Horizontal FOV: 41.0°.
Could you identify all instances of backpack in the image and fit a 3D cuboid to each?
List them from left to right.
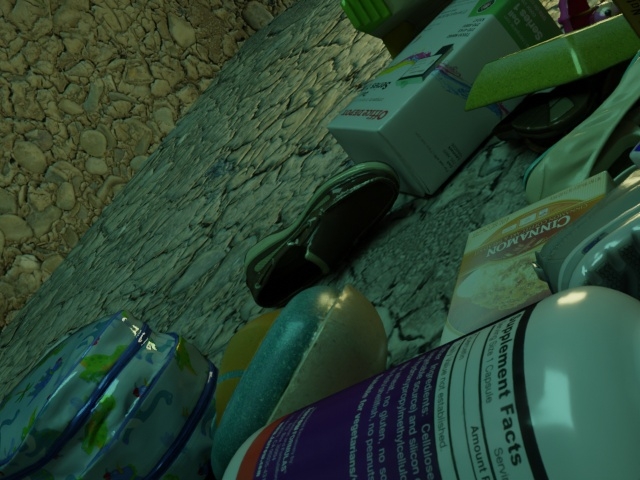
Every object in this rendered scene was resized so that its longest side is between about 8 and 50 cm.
[{"bbox_3d":[-0.243,0.219,0.948,0.355,0.273,0.290,-3,36,44],"label":"backpack"}]

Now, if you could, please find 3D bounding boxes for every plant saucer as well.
[{"bbox_3d":[0.275,-0.206,0.947,0.188,0.045,0.188,-25,9,-29],"label":"plant saucer"}]

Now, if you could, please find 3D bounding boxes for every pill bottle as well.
[{"bbox_3d":[0.103,0.141,0.472,0.322,0.181,0.182,-30,23,32],"label":"pill bottle"}]

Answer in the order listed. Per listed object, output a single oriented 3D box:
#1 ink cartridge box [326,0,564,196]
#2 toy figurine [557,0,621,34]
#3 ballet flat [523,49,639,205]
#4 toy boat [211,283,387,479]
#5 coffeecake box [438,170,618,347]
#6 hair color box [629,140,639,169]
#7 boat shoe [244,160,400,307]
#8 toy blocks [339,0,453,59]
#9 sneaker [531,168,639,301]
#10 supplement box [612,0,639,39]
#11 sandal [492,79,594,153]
[{"bbox_3d":[0.165,-0.203,1.160,0.278,0.117,0.201,-46,19,-7],"label":"ink cartridge box"},{"bbox_3d":[0.365,-0.299,1.031,0.159,0.130,0.173,-51,41,20],"label":"toy figurine"},{"bbox_3d":[0.295,-0.105,0.788,0.248,0.086,0.086,-47,19,-5],"label":"ballet flat"},{"bbox_3d":[-0.064,0.167,0.693,0.318,0.148,0.268,-57,-5,-38],"label":"toy boat"},{"bbox_3d":[0.179,0.048,0.689,0.142,0.068,0.186,-27,26,37],"label":"coffeecake box"},{"bbox_3d":[0.309,0.005,0.343,0.110,0.185,0.339,-46,19,-4],"label":"hair color box"},{"bbox_3d":[0.006,0.004,1.112,0.257,0.095,0.095,-41,32,26],"label":"boat shoe"},{"bbox_3d":[0.209,-0.422,1.355,0.260,0.191,0.381,-34,-11,24],"label":"toy blocks"},{"bbox_3d":[0.264,-0.039,0.567,0.281,0.105,0.115,-26,20,-6],"label":"sneaker"},{"bbox_3d":[0.361,-0.195,0.647,0.129,0.191,0.194,-53,21,-26],"label":"supplement box"},{"bbox_3d":[0.247,-0.124,0.939,0.090,0.060,0.219,-37,5,-3],"label":"sandal"}]
